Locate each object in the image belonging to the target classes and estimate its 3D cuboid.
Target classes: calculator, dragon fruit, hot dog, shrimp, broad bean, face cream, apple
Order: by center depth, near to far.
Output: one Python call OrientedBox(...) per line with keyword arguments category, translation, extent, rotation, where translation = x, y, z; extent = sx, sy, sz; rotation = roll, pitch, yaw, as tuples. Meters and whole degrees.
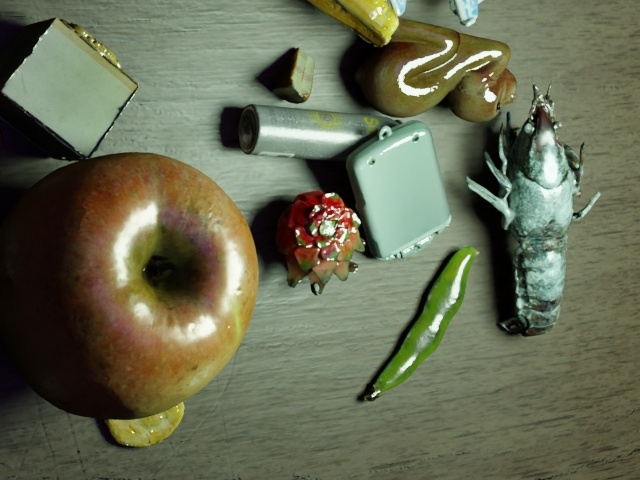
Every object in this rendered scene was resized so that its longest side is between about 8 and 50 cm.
OrientedBox(category="apple", translation=(-0.251, 0.058, 1.708), extent=(0.338, 0.305, 0.339), rotation=(5, 79, -26))
OrientedBox(category="hot dog", translation=(-0.006, -0.383, 1.897), extent=(0.289, 0.083, 0.068), rotation=(40, 69, -7))
OrientedBox(category="dragon fruit", translation=(0.001, -0.005, 1.953), extent=(0.130, 0.121, 0.142), rotation=(5, 122, 3))
OrientedBox(category="face cream", translation=(0.019, -0.153, 1.969), extent=(0.283, 0.073, 0.073), rotation=(3, 94, -28))
OrientedBox(category="calculator", translation=(0.118, -0.072, 1.995), extent=(0.141, 0.045, 0.246), rotation=(-29, 132, -12))
OrientedBox(category="broad bean", translation=(0.167, 0.136, 2.092), extent=(0.060, 0.043, 0.297), rotation=(36, 79, -16))
OrientedBox(category="shrimp", translation=(0.338, -0.046, 2.097), extent=(0.221, 0.166, 0.411), rotation=(-7, 96, -15))

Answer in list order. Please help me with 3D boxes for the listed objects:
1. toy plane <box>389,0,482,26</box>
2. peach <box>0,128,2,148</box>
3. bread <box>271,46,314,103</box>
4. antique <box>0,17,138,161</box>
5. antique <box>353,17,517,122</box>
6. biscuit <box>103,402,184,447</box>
OrientedBox(category="toy plane", translation=(0.164, -0.440, 1.985), extent=(0.266, 0.122, 0.267), rotation=(3, 86, -38))
OrientedBox(category="peach", translation=(-0.457, -0.140, 1.712), extent=(0.100, 0.100, 0.101), rotation=(-3, 96, -27))
OrientedBox(category="bread", translation=(-0.041, -0.227, 1.944), extent=(0.043, 0.109, 0.062), rotation=(35, 122, -21))
OrientedBox(category="antique", translation=(-0.340, -0.199, 1.736), extent=(0.146, 0.152, 0.148), rotation=(41, 74, -25))
OrientedBox(category="antique", translation=(0.176, -0.248, 2.016), extent=(0.256, 0.121, 0.143), rotation=(7, 92, -26))
OrientedBox(category="biscuit", translation=(-0.268, 0.173, 1.877), extent=(0.118, 0.029, 0.247), rotation=(-22, 105, -23))
